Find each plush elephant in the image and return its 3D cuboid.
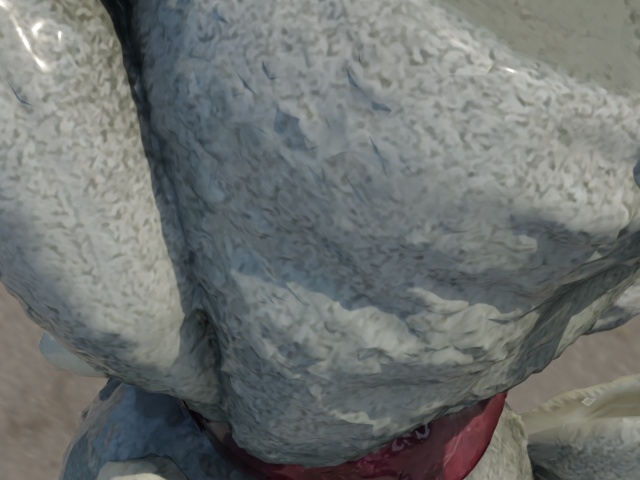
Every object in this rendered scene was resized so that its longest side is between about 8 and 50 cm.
[{"bbox_3d":[0.000,0.000,0.484,0.255,0.272,0.330,-55,50,42],"label":"plush elephant"}]
